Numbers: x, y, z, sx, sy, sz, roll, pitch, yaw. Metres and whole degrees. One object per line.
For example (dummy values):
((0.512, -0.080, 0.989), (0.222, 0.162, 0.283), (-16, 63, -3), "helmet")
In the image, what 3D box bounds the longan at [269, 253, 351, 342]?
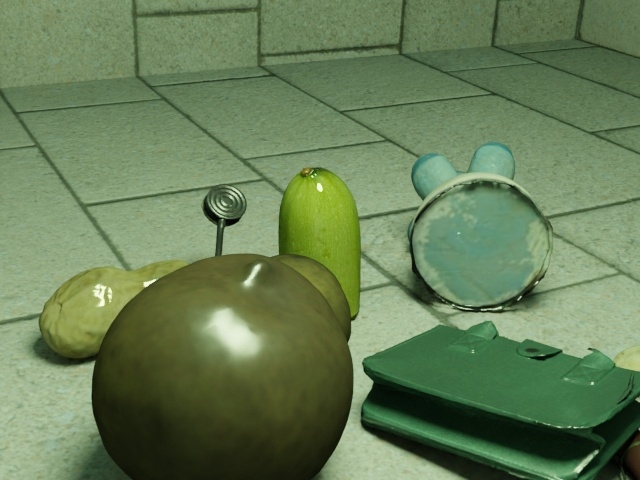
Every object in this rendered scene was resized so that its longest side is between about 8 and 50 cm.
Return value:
((-0.038, 0.104, 1.269), (0.167, 0.167, 0.187), (-16, 23, -35), "longan")

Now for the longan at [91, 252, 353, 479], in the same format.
((-0.103, 0.156, 1.026), (0.297, 0.297, 0.297), (2, 25, -1), "longan")

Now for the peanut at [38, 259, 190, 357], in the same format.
((-0.285, 0.090, 1.333), (0.257, 0.123, 0.123), (-18, 32, -33), "peanut")

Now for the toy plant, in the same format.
((0.256, -0.047, 1.572), (0.247, 0.247, 0.332), (3, 23, 0), "toy plant")

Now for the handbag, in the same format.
((0.232, 0.190, 1.156), (0.326, 0.089, 0.238), (9, 20, 37), "handbag")

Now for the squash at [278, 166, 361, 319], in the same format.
((0.000, 0.000, 1.408), (0.133, 0.247, 0.132), (1, 26, 0), "squash")

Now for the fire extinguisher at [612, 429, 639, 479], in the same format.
((0.391, 0.284, 1.078), (0.078, 0.045, 0.157), (-28, 29, 1), "fire extinguisher")

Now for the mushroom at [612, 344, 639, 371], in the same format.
((0.453, 0.180, 1.271), (0.084, 0.083, 0.067), (-8, 67, -22), "mushroom")

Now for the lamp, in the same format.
((-0.149, 0.043, 1.306), (0.130, 0.108, 0.371), (24, 49, -5), "lamp")
